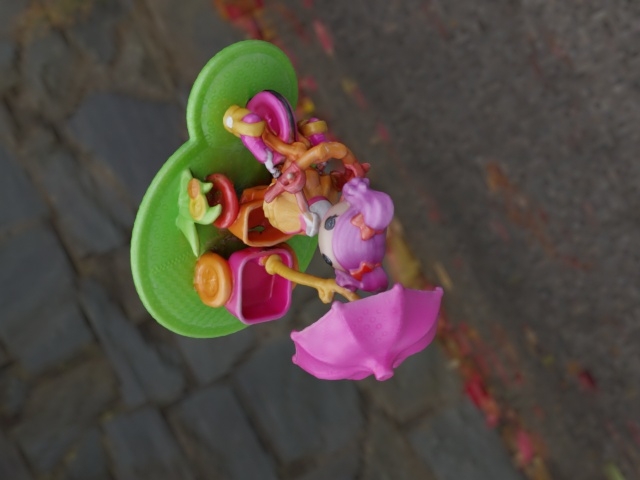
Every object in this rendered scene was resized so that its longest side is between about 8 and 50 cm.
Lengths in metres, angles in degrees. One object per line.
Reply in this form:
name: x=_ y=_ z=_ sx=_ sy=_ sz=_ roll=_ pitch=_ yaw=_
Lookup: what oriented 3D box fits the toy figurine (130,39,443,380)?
toy figurine: x=0.000 y=0.000 z=1.029 sx=0.159 sy=0.130 sz=0.173 roll=30 pitch=120 yaw=45
